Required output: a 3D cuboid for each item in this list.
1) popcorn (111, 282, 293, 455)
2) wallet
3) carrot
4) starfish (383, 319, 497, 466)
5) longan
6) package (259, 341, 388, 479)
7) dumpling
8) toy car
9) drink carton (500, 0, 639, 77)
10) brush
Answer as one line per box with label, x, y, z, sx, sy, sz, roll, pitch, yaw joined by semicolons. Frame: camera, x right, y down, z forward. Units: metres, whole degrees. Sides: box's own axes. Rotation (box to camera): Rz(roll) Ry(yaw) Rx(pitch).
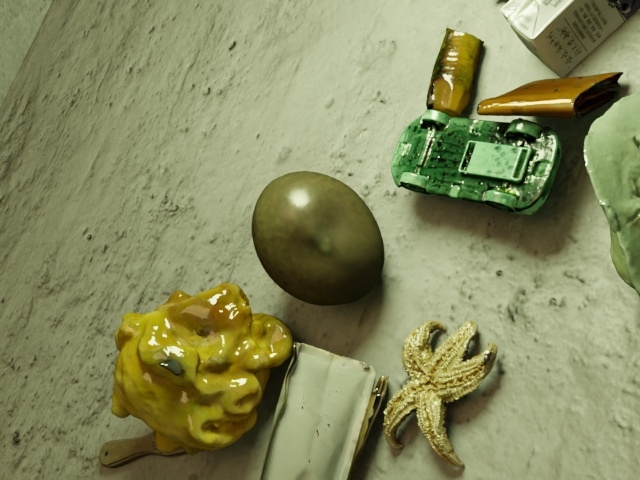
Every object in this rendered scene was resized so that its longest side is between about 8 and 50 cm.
popcorn;-0.226;0.214;1.411;0.297;0.281;0.315;29;88;6
wallet;0.358;-0.219;1.237;0.161;0.195;0.042;2;111;40
carrot;0.238;-0.298;1.422;0.082;0.082;0.173;5;74;40
starfish;0.178;0.234;1.244;0.238;0.071;0.216;-47;43;20
longan;0.000;0.000;1.375;0.246;0.246;0.215;34;104;42
package;-0.008;0.342;1.306;0.165;0.221;0.311;16;76;1
dumpling;0.467;-0.030;1.054;0.270;0.211;0.320;-7;43;-4
toy car;0.256;-0.120;1.299;0.306;0.125;0.136;15;83;47
drink carton;0.419;-0.389;1.286;0.222;0.134;0.102;-44;52;14
brush;-0.332;0.395;1.572;0.327;0.065;0.070;-21;61;31
